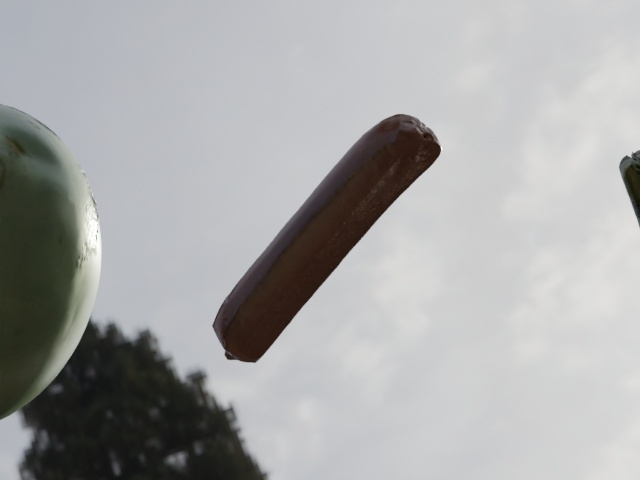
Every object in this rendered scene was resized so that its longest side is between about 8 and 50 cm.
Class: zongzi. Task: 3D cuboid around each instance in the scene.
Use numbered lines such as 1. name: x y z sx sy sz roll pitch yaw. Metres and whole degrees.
1. zongzi: 0.350 -0.050 1.736 0.113 0.052 0.104 -21 -74 0

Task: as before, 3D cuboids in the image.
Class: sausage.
1. sausage: 0.000 0.000 0.856 0.147 0.030 0.035 -49 -49 8

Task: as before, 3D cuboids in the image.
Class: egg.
1. egg: -0.255 0.022 1.252 0.203 0.203 0.282 4 -38 -29
